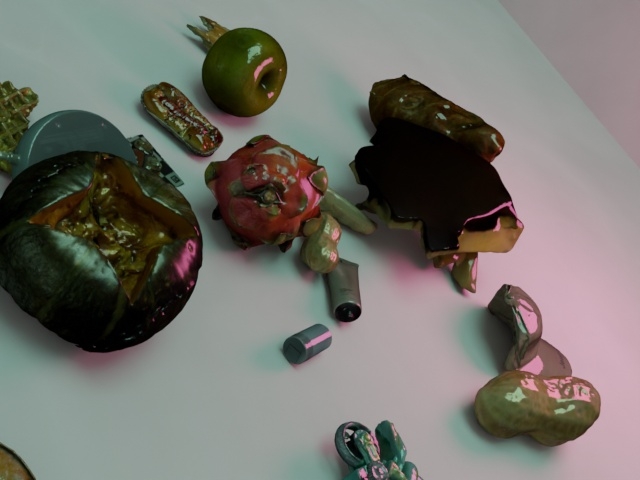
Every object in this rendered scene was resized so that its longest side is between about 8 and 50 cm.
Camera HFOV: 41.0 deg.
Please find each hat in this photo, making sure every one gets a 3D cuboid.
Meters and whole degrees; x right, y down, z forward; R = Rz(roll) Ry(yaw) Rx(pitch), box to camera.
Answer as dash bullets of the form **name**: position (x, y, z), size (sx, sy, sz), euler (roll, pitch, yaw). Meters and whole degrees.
- **hat**: position (0.483, 0.205, 1.905), size (0.245, 0.149, 0.214), euler (16, 35, -16)

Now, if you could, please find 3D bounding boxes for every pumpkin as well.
- **pumpkin**: position (-0.329, 0.009, 1.283), size (0.321, 0.192, 0.320), euler (18, 53, -26)

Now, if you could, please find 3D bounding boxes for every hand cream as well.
- **hand cream**: position (0.047, 0.093, 1.695), size (0.087, 0.054, 0.186), euler (19, 33, -18)

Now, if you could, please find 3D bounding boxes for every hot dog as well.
- **hot dog**: position (-0.281, -0.248, 1.743), size (0.191, 0.059, 0.108), euler (42, 39, -3)

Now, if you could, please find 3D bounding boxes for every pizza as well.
- **pizza**: position (-0.206, -0.448, 2.047), size (0.262, 0.034, 0.181), euler (28, 37, -19)

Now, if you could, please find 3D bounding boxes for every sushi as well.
- **sushi**: position (-0.351, -0.141, 1.580), size (0.139, 0.031, 0.201), euler (49, 35, 10)

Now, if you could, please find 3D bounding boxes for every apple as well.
- **apple**: position (-0.168, -0.368, 1.870), size (0.157, 0.196, 0.196), euler (32, 31, 22)

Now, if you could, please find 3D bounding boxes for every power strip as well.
- **power strip**: position (-0.420, -0.132, 1.419), size (0.253, 0.054, 0.167), euler (-17, 98, -48)

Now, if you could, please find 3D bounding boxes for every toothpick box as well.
- **toothpick box**: position (-0.022, 0.184, 1.523), size (0.052, 0.052, 0.083), euler (51, 35, 14)

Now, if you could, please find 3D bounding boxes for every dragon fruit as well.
- **dragon fruit**: position (-0.099, -0.086, 1.610), size (0.224, 0.224, 0.227), euler (44, 29, 4)

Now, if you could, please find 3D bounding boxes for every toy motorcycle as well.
- **toy motorcycle**: position (0.125, 0.420, 1.363), size (0.198, 0.109, 0.296), euler (9, 48, -41)

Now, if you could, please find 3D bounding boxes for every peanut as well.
- **peanut**: position (0.000, 0.000, 1.718), size (0.082, 0.082, 0.187), euler (29, 36, -18)
- **peanut**: position (0.438, 0.337, 1.730), size (0.313, 0.149, 0.149), euler (13, 43, -31)

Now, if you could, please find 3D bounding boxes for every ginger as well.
- **ginger**: position (0.233, -0.061, 1.944), size (0.413, 0.211, 0.358), euler (38, 47, 10)
- **ginger**: position (0.280, -0.254, 2.173), size (0.176, 0.254, 0.418), euler (-35, 56, -30)

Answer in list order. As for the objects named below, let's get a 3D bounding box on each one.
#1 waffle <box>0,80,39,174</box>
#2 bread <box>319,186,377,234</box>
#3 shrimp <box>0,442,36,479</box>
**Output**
- **waffle**: position (-0.514, -0.186, 1.452), size (0.149, 0.051, 0.194), euler (10, 51, -47)
- **bread**: position (0.032, -0.076, 1.855), size (0.214, 0.053, 0.073), euler (35, 7, -17)
- **shrimp**: position (-0.394, 0.353, 0.982), size (0.178, 0.075, 0.289), euler (24, 25, -27)
